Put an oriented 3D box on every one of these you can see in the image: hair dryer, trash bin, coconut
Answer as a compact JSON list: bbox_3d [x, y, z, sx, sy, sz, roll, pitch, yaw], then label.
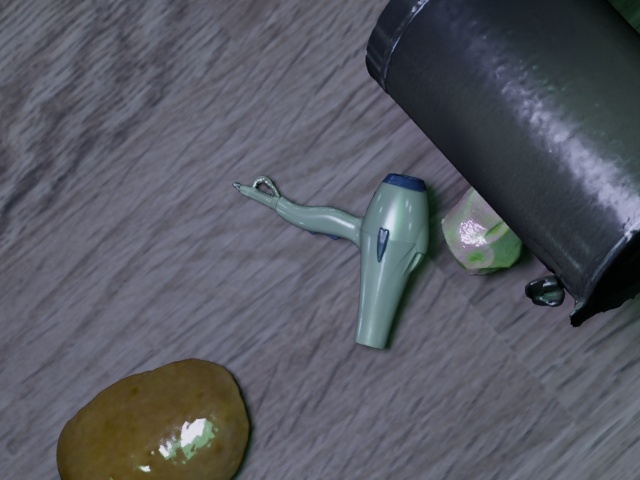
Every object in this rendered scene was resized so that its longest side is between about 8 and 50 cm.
[{"bbox_3d":[0.007,0.020,1.429,0.199,0.067,0.167,0,90,20],"label":"hair dryer"},{"bbox_3d":[0.209,-0.110,1.299,0.252,0.203,0.301,-41,68,7],"label":"trash bin"},{"bbox_3d":[0.155,-0.008,1.390,0.081,0.083,0.082,51,118,20],"label":"coconut"}]

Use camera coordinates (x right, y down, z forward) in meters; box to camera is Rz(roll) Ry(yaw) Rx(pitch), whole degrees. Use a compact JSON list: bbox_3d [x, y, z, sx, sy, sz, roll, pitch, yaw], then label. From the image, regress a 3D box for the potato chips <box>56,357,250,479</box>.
[{"bbox_3d":[-0.164,0.200,1.435,0.202,0.049,0.150,-23,76,12],"label":"potato chips"}]
